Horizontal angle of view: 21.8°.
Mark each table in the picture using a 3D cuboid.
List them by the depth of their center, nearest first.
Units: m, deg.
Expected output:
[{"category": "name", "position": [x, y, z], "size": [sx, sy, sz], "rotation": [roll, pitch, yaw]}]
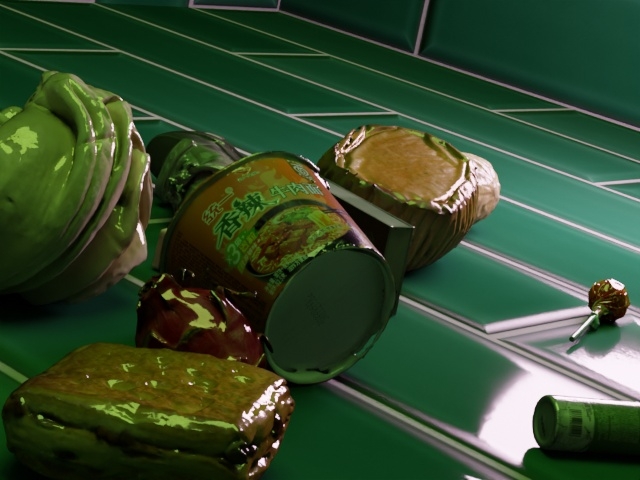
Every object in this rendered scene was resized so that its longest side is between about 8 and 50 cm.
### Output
[{"category": "table", "position": [0.000, 0.000, 2.166], "size": [0.111, 0.121, 0.240], "rotation": [1, 18, -35]}]

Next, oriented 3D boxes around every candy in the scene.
[{"category": "candy", "position": [0.365, 0.101, 2.225], "size": [0.060, 0.060, 0.201], "rotation": [18, 23, 21]}]

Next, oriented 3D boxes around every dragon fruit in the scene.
[{"category": "dragon fruit", "position": [-0.126, 0.106, 1.663], "size": [0.133, 0.166, 0.136], "rotation": [-21, 25, 47]}]

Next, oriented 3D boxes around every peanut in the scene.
[{"category": "peanut", "position": [0.147, -0.081, 2.572], "size": [0.298, 0.120, 0.136], "rotation": [3, 12, -20]}]

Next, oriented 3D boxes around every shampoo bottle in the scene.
[{"category": "shampoo bottle", "position": [0.332, 0.200, 1.796], "size": [0.205, 0.065, 0.065], "rotation": [6, 16, -19]}]

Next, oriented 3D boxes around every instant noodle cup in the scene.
[{"category": "instant noodle cup", "position": [-0.037, 0.040, 1.844], "size": [0.230, 0.230, 0.182], "rotation": [0, 28, -37]}]

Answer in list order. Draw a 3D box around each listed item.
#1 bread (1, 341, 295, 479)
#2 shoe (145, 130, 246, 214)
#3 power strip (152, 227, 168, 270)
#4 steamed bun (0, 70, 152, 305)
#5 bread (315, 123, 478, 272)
[{"category": "bread", "position": [-0.152, 0.169, 1.504], "size": [0.235, 0.099, 0.210], "rotation": [9, 12, 10]}, {"category": "shoe", "position": [-0.178, -0.086, 2.357], "size": [0.293, 0.109, 0.149], "rotation": [29, 17, 36]}, {"category": "power strip", "position": [-0.163, 0.008, 2.136], "size": [0.032, 0.056, 0.123], "rotation": [24, 20, 34]}, {"category": "steamed bun", "position": [-0.299, -0.048, 1.895], "size": [0.203, 0.276, 0.289], "rotation": [28, -6, 15]}, {"category": "bread", "position": [0.102, -0.057, 2.357], "size": [0.227, 0.142, 0.253], "rotation": [31, 32, 13]}]
